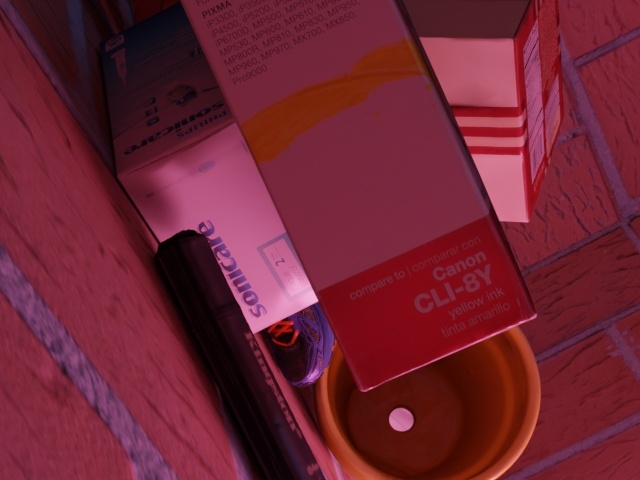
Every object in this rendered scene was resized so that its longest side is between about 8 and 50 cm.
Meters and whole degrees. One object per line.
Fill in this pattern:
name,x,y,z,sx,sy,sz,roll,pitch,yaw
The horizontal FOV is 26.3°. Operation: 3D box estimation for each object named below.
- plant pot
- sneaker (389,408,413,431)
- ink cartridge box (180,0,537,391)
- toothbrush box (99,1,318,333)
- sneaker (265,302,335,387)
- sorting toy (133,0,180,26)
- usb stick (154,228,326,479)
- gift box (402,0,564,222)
plant pot,0.113,0.195,1.636,0.239,0.254,0.254,104,-39,-72
sneaker,0.097,0.196,2.037,0.111,0.129,0.297,58,7,-65
ink cartridge box,0.032,-0.097,1.187,0.279,0.160,0.385,-53,118,-81
toothbrush box,-0.104,-0.077,1.332,0.216,0.126,0.295,61,6,-32
sneaker,-0.054,0.058,1.504,0.087,0.083,0.221,-8,76,-52
sorting toy,-0.124,-0.212,1.624,0.365,0.126,0.127,29,67,-83
usb stick,-0.063,0.118,1.152,0.278,0.045,0.077,64,4,4
gift box,0.110,-0.151,1.462,0.255,0.258,0.276,-58,147,-53
